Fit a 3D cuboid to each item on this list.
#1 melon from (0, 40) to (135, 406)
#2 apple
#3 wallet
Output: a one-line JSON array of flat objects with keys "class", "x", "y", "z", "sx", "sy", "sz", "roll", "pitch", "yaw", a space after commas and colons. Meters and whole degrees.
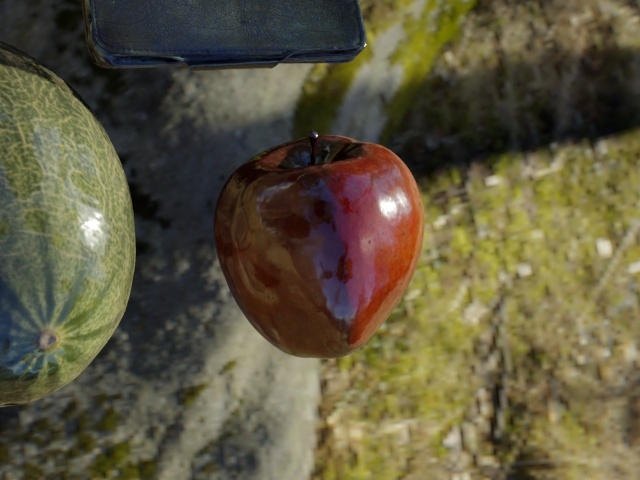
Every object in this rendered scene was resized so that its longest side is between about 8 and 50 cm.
[{"class": "melon", "x": -0.255, "y": -0.018, "z": 1.185, "sx": 0.237, "sy": 0.237, "sz": 0.301, "roll": 0, "pitch": 38, "yaw": -39}, {"class": "apple", "x": 0.001, "y": -0.001, "z": 1.682, "sx": 0.234, "sy": 0.234, "sz": 0.234, "roll": 9, "pitch": 75, "yaw": -37}, {"class": "wallet", "x": -0.111, "y": -0.265, "z": 1.873, "sx": 0.318, "sy": 0.045, "sz": 0.172, "roll": -2, "pitch": 60, "yaw": -16}]
